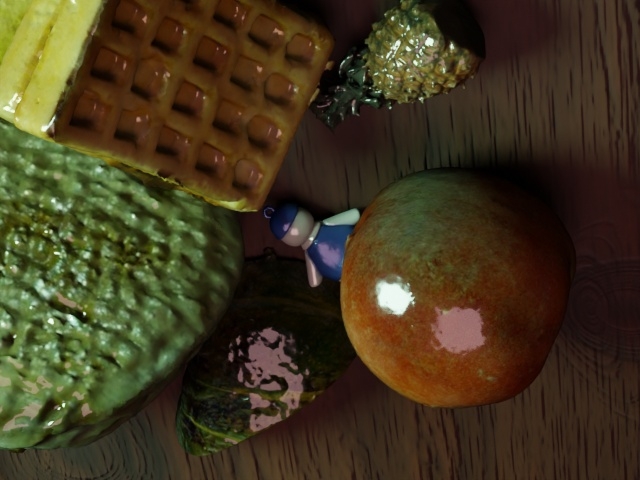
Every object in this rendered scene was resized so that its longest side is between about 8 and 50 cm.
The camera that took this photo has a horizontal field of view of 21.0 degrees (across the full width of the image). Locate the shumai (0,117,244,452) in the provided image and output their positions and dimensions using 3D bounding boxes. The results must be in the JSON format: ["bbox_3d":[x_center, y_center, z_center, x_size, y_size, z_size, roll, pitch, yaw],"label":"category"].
[{"bbox_3d":[-0.288,0.067,1.803,0.324,0.397,0.323,38,151,2],"label":"shumai"}]

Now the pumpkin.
[{"bbox_3d":[-0.097,0.129,1.918,0.278,0.111,0.163,-28,113,21],"label":"pumpkin"}]

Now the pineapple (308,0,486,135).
[{"bbox_3d":[0.068,-0.168,1.718,0.197,0.108,0.108,-31,116,29],"label":"pineapple"}]

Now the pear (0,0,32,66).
[{"bbox_3d":[-0.285,-0.250,1.642,0.267,0.267,0.178,38,94,-19],"label":"pear"}]

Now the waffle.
[{"bbox_3d":[-0.137,-0.159,1.609,0.327,0.098,0.224,20,97,-54],"label":"waffle"}]

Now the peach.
[{"bbox_3d":[0.136,0.043,1.763,0.252,0.252,0.252,2,123,3],"label":"peach"}]

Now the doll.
[{"bbox_3d":[0.000,0.000,1.857,0.143,0.057,0.099,28,99,-13],"label":"doll"}]
